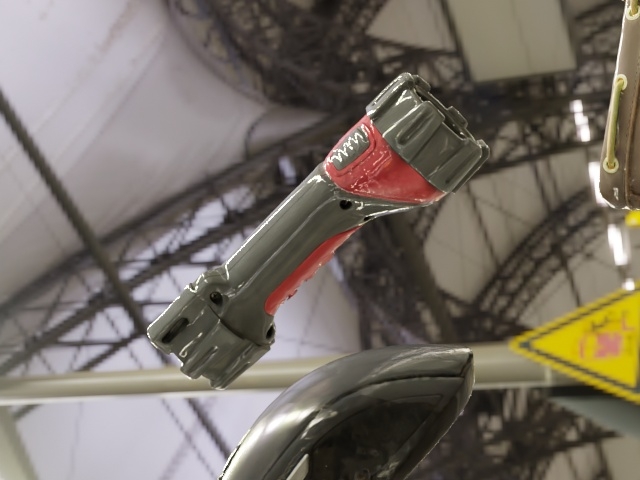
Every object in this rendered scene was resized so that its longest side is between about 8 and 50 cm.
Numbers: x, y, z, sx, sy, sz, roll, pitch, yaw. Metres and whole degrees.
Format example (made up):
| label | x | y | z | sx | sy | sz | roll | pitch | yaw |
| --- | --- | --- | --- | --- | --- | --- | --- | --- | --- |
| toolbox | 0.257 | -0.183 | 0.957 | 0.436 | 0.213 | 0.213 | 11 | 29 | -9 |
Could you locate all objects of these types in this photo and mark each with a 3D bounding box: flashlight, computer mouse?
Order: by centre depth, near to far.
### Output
| label | x | y | z | sx | sy | sz | roll | pitch | yaw |
| --- | --- | --- | --- | --- | --- | --- | --- | --- | --- |
| computer mouse | -0.037 | 0.137 | 0.595 | 0.060 | 0.262 | 0.184 | 43 | -173 | -3 |
| flashlight | 0.000 | 0.000 | 1.138 | 0.103 | 0.304 | 0.103 | 46 | -164 | 7 |

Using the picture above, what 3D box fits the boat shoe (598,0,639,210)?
| label | x | y | z | sx | sy | sz | roll | pitch | yaw |
| --- | --- | --- | --- | --- | --- | --- | --- | --- | --- |
| boat shoe | 0.256 | -0.177 | 0.983 | 0.117 | 0.097 | 0.324 | 25 | -113 | -59 |
